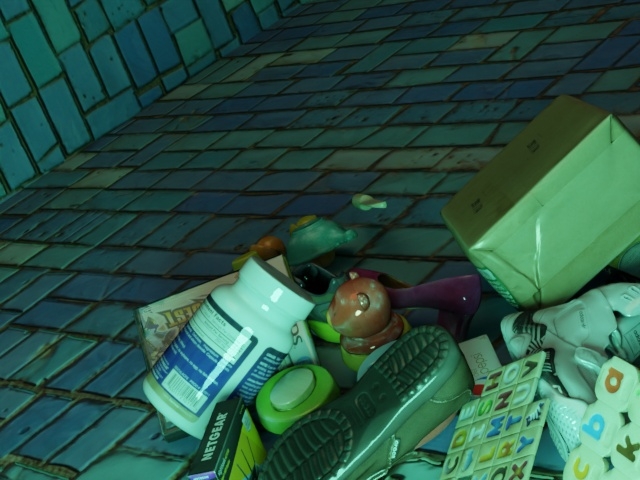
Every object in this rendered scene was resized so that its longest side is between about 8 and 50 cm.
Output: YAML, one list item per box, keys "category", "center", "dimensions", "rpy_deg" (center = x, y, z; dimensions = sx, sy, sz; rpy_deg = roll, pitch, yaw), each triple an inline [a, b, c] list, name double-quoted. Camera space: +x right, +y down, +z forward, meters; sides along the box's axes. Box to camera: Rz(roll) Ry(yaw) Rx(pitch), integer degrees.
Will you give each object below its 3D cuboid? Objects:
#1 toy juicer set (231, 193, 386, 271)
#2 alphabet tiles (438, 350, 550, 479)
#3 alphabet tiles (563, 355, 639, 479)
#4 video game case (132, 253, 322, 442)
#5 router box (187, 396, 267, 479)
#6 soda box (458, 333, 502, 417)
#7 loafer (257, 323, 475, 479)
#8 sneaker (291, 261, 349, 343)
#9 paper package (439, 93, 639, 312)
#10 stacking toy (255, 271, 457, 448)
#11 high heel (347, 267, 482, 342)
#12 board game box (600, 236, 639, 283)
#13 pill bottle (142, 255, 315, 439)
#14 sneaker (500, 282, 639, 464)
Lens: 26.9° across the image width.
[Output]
- category: "toy juicer set"
  center: [0.000, 0.000, 2.550]
  dimensions: [0.329, 0.089, 0.209]
  rpy_deg: [-25, 9, 14]
- category: "alphabet tiles"
  center: [0.215, 0.251, 1.668]
  dimensions: [0.198, 0.009, 0.237]
  rpy_deg: [-33, 30, 55]
- category: "alphabet tiles"
  center: [0.372, 0.248, 1.481]
  dimensions: [0.021, 0.284, 0.278]
  rpy_deg: [15, 8, -25]
- category: "video game case"
  center: [-0.152, 0.172, 2.180]
  dimensions: [0.275, 0.035, 0.248]
  rpy_deg: [-20, 57, 2]
- category: "router box"
  center: [-0.122, 0.323, 1.860]
  dimensions: [0.046, 0.133, 0.179]
  rpy_deg: [-15, 24, 16]
- category: "soda box"
  center: [0.232, 0.217, 1.864]
  dimensions: [0.069, 0.073, 0.216]
  rpy_deg: [-20, 23, 2]
- category: "loafer"
  center: [0.069, 0.272, 1.781]
  dimensions: [0.366, 0.130, 0.133]
  rpy_deg: [-41, 38, 14]
- category: "sneaker"
  center: [-0.033, 0.094, 2.305]
  dimensions: [0.300, 0.121, 0.111]
  rpy_deg: [0, 31, 42]
- category: "paper package"
  center: [0.359, -0.058, 2.076]
  dimensions: [0.309, 0.168, 0.325]
  rpy_deg: [-44, 12, 5]
- category: "stacking toy"
  center: [0.036, 0.192, 1.964]
  dimensions: [0.280, 0.130, 0.309]
  rpy_deg: [-27, 32, -9]
- category: "high heel"
  center: [0.148, 0.064, 2.128]
  dimensions: [0.082, 0.117, 0.244]
  rpy_deg: [-7, 28, -46]
- category: "board game box"
  center: [0.534, -0.038, 2.077]
  dimensions: [0.243, 0.042, 0.165]
  rpy_deg: [-49, 36, -9]
- category: "pill bottle"
  center: [-0.136, 0.162, 2.031]
  dimensions: [0.264, 0.153, 0.153]
  rpy_deg: [-52, 24, 5]
- category: "sneaker"
  center: [0.376, 0.162, 1.776]
  dimensions: [0.210, 0.137, 0.366]
  rpy_deg: [-23, 20, 2]
